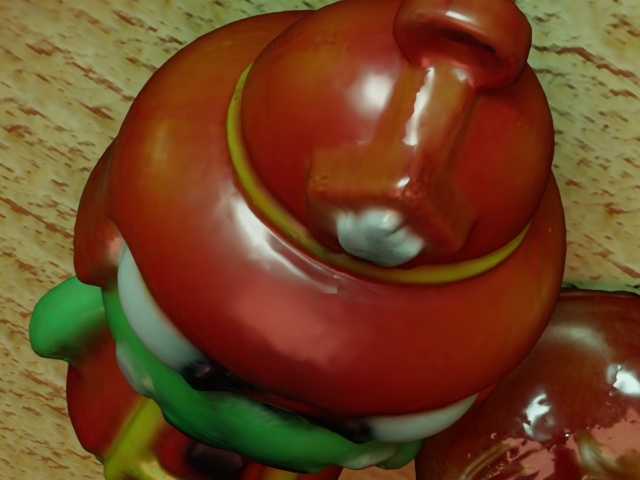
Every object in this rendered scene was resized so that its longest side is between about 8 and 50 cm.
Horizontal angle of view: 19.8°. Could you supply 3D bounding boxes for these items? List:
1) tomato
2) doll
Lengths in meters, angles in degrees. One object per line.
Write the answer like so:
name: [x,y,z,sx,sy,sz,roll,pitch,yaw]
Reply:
tomato: [0.140,0.128,0.842,0.228,0.101,0.228,9,131,11]
doll: [0.000,0.001,0.709,0.182,0.160,0.363,24,153,-7]
